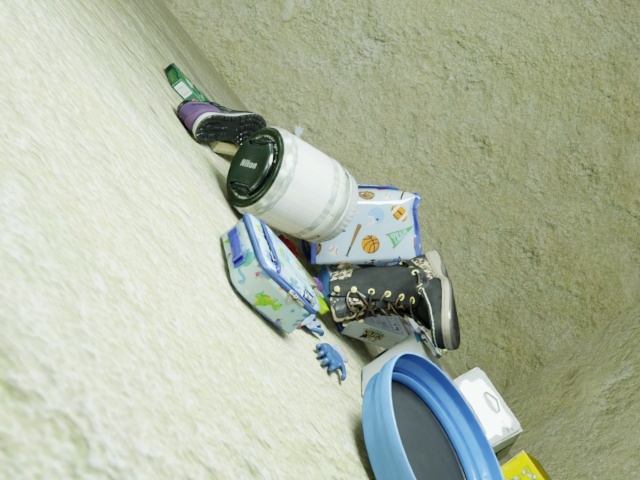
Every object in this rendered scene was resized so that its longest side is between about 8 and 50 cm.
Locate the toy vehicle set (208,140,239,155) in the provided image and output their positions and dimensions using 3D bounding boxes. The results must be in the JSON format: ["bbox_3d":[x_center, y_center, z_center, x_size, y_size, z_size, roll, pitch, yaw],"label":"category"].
[{"bbox_3d":[-0.242,-0.313,1.754,0.267,0.035,0.166,2,47,-50],"label":"toy vehicle set"}]

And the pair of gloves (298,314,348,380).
[{"bbox_3d":[-0.004,0.204,1.230,0.198,0.023,0.159,54,8,14],"label":"pair of gloves"}]

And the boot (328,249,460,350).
[{"bbox_3d":[0.166,0.147,1.390,0.377,0.285,0.138,-84,163,-64],"label":"boot"}]

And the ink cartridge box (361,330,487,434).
[{"bbox_3d":[0.227,0.363,1.349,0.232,0.168,0.171,53,6,-4],"label":"ink cartridge box"}]

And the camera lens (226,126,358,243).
[{"bbox_3d":[-0.070,-0.130,1.434,0.274,0.219,0.219,24,25,-41],"label":"camera lens"}]

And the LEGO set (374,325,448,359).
[{"bbox_3d":[0.322,0.399,1.709,0.255,0.192,0.331,45,10,-49],"label":"LEGO set"}]

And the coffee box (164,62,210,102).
[{"bbox_3d":[-0.396,-0.448,1.827,0.184,0.040,0.113,45,11,-48],"label":"coffee box"}]

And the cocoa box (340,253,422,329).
[{"bbox_3d":[0.261,0.152,2.130,0.231,0.228,0.347,51,-6,-18],"label":"cocoa box"}]

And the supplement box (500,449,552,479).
[{"bbox_3d":[0.567,0.735,1.649,0.195,0.194,0.356,57,8,34],"label":"supplement box"}]

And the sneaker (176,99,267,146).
[{"bbox_3d":[-0.263,-0.334,1.613,0.124,0.107,0.283,43,23,23],"label":"sneaker"}]

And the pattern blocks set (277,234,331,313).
[{"bbox_3d":[-0.073,0.063,1.433,0.285,0.026,0.325,52,7,22],"label":"pattern blocks set"}]

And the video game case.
[{"bbox_3d":[0.131,0.193,1.667,0.244,0.061,0.269,21,22,-26],"label":"video game case"}]

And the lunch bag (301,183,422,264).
[{"bbox_3d":[0.102,-0.055,1.803,0.385,0.328,0.238,-151,-118,-84],"label":"lunch bag"}]

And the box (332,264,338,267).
[{"bbox_3d":[0.000,0.000,2.059,0.180,0.078,0.147,56,7,21],"label":"box"}]

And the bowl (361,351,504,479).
[{"bbox_3d":[0.213,0.395,1.082,0.391,0.077,0.391,43,27,-28],"label":"bowl"}]

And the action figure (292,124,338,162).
[{"bbox_3d":[-0.116,-0.216,1.980,0.370,0.248,0.275,6,69,-38],"label":"action figure"}]

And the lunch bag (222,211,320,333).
[{"bbox_3d":[-0.097,0.054,1.089,0.176,0.090,0.219,46,8,-30],"label":"lunch bag"}]

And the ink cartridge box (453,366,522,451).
[{"bbox_3d":[0.490,0.570,1.867,0.223,0.129,0.307,58,-12,32],"label":"ink cartridge box"}]
